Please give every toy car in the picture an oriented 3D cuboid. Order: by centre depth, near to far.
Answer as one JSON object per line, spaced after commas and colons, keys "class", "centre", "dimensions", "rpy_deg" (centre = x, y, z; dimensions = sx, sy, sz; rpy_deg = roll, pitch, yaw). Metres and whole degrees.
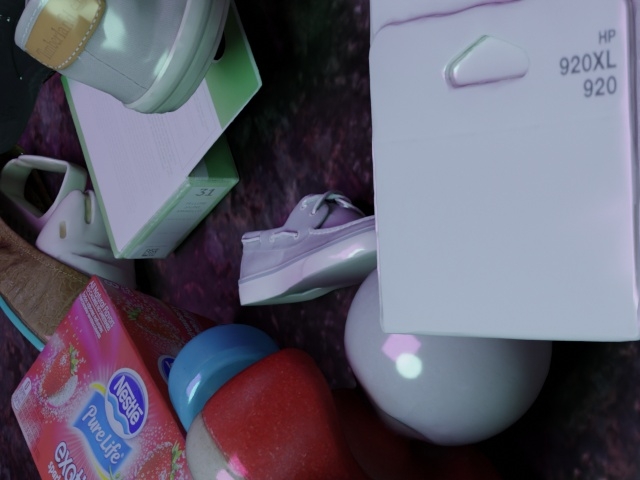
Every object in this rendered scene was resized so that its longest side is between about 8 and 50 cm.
{"class": "toy car", "centre": [0.067, 0.090, 0.977], "dimensions": [0.238, 0.210, 0.219], "rpy_deg": [-50, 31, 9]}

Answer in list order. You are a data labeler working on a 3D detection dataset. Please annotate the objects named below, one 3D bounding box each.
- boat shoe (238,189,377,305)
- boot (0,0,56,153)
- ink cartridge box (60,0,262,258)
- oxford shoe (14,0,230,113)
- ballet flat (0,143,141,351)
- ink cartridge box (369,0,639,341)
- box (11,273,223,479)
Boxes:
{"class": "boat shoe", "centre": [0.000, 0.000, 1.145], "dimensions": [0.184, 0.066, 0.063], "rpy_deg": [155, 109, -64]}
{"class": "boot", "centre": [-0.225, -0.201, 1.402], "dimensions": [0.236, 0.085, 0.178], "rpy_deg": [-53, 22, 37]}
{"class": "ink cartridge box", "centre": [-0.103, -0.115, 1.295], "dimensions": [0.235, 0.056, 0.171], "rpy_deg": [-43, 57, 43]}
{"class": "oxford shoe", "centre": [-0.145, -0.281, 1.223], "dimensions": [0.169, 0.130, 0.449], "rpy_deg": [-50, 34, 43]}
{"class": "ballet flat", "centre": [-0.218, 0.001, 1.446], "dimensions": [0.342, 0.116, 0.124], "rpy_deg": [38, 103, 54]}
{"class": "ink cartridge box", "centre": [0.159, -0.046, 0.741], "dimensions": [0.171, 0.233, 0.168], "rpy_deg": [-4, 87, 57]}
{"class": "box", "centre": [-0.097, 0.151, 1.177], "dimensions": [0.122, 0.128, 0.257], "rpy_deg": [-55, 36, 15]}
